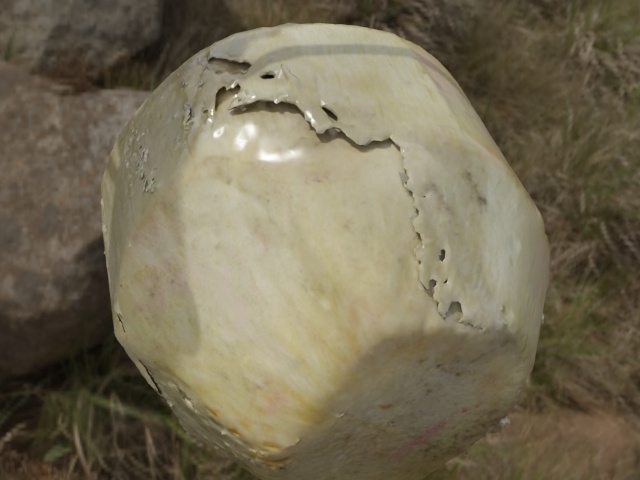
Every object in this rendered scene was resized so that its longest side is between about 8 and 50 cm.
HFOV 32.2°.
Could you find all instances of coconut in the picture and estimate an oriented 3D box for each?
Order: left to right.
[{"bbox_3d":[0.000,0.000,0.847,0.352,0.353,0.353,6,47,-6],"label":"coconut"}]
